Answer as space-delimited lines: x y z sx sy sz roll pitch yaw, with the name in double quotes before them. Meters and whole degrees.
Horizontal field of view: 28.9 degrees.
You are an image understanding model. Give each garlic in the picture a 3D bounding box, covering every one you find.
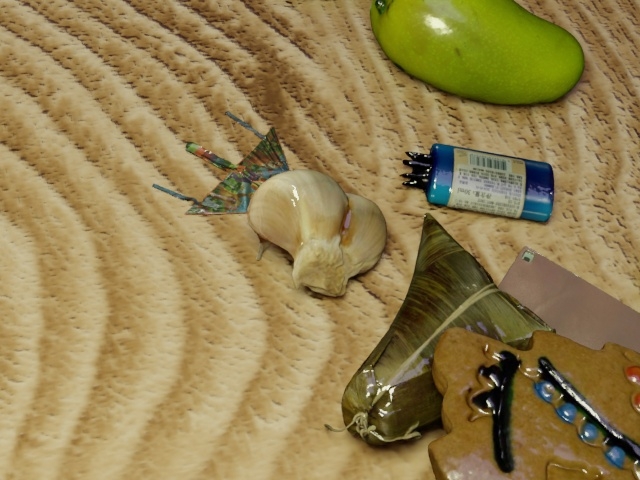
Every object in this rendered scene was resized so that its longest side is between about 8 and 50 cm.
"garlic" -0.001 -0.012 1.373 0.174 0.124 0.099 14 12 -41

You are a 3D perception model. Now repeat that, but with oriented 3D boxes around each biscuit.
"biscuit" 0.243 0.176 1.171 0.302 0.043 0.278 -15 56 -22

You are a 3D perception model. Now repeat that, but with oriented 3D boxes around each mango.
"mango" 0.204 -0.257 1.599 0.293 0.143 0.175 19 43 -10

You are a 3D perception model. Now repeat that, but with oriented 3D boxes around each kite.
"kite" -0.094 -0.079 1.470 0.160 0.010 0.183 30 52 13

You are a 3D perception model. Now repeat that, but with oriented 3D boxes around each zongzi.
"zongzi" 0.085 0.092 1.313 0.248 0.111 0.241 -22 51 -23

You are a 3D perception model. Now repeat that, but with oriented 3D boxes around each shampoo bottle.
"shampoo bottle" 0.188 -0.072 1.497 0.183 0.050 0.087 10 53 -4

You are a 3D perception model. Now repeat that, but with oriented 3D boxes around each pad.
"pad" 0.292 0.088 1.418 0.188 0.006 0.113 31 51 11
